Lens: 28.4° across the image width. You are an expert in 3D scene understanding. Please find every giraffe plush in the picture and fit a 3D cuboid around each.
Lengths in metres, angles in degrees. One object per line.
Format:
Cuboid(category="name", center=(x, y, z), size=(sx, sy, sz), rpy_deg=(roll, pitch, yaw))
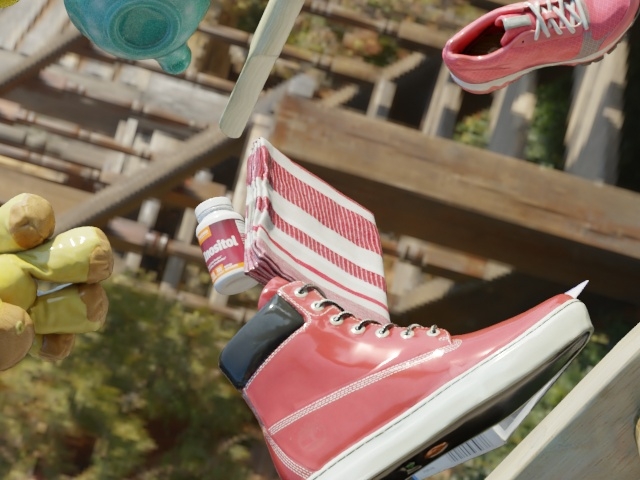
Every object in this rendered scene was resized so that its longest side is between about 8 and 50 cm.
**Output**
Cuboid(category="giraffe plush", center=(-0.323, 0.059, 1.233), size=(0.170, 0.210, 0.181), rpy_deg=(-76, 0, -68))

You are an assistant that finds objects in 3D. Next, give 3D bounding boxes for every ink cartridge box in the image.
Cuboid(category="ink cartridge box", center=(0.149, 0.141, 1.180), size=(0.208, 0.045, 0.206), rpy_deg=(-41, 2, -39))

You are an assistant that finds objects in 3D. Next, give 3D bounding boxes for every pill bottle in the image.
Cuboid(category="pill bottle", center=(-0.158, 0.008, 2.121), size=(0.086, 0.086, 0.152), rpy_deg=(112, 140, -60))

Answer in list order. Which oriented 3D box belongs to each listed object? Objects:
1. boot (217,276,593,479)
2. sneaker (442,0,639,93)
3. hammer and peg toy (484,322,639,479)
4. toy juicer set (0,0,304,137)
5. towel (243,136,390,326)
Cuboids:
Cuboid(category="boot", center=(0.054, 0.067, 0.900), size=(0.176, 0.244, 0.088), rpy_deg=(58, 177, 25))
Cuboid(category="sneaker", center=(0.326, -0.309, 1.884), size=(0.136, 0.314, 0.116), rpy_deg=(16, -126, -65))
Cuboid(category="hammer and peg toy", center=(0.130, 0.227, 0.599), size=(0.361, 0.266, 0.127), rpy_deg=(-50, 9, 21))
Cuboid(category="toy juicer set", center=(-0.138, -0.239, 1.127), size=(0.209, 0.329, 0.089), rpy_deg=(-41, 42, 27))
Cuboid(category="towel", center=(0.000, 0.000, 1.729), size=(0.037, 0.237, 0.329), rpy_deg=(-46, 24, 24))
